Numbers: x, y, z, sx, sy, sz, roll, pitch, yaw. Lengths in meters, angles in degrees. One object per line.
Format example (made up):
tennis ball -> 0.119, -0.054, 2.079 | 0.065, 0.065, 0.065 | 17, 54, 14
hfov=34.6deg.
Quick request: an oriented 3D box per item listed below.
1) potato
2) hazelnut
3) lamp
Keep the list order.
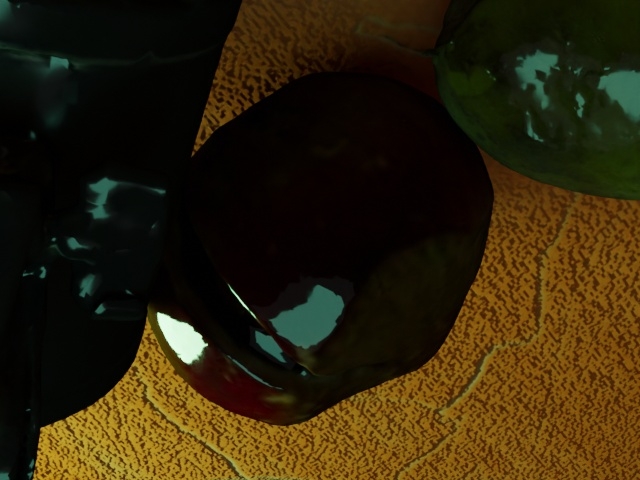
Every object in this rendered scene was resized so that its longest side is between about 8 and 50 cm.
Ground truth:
potato -> 0.174, -0.093, 0.498 | 0.251, 0.113, 0.149 | -2, 108, -1
hazelnut -> 0.000, 0.000, 0.575 | 0.178, 0.178, 0.204 | 28, 122, -21
lamp -> -0.157, -0.066, 0.463 | 0.205, 0.374, 0.272 | 9, 101, -23
